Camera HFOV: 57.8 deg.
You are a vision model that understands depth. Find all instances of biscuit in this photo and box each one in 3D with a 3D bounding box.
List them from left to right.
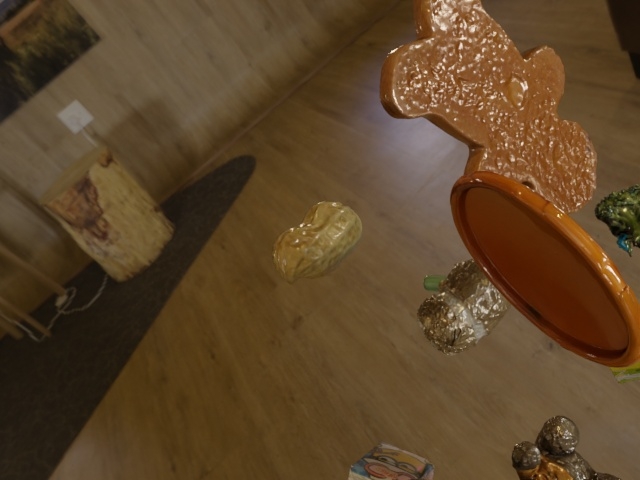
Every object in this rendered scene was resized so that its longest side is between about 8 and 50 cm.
[{"bbox_3d":[0.201,-0.137,0.652,0.049,0.324,0.205,2,64,64],"label":"biscuit"}]

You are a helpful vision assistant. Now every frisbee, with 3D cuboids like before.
[{"bbox_3d":[0.180,0.018,0.462,0.035,0.192,0.192,-39,32,-7],"label":"frisbee"}]

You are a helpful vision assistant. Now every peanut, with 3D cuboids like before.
[{"bbox_3d":[0.000,0.000,0.801,0.194,0.083,0.093,-34,-28,-58],"label":"peanut"}]

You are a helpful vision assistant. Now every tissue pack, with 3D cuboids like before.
[{"bbox_3d":[0.129,0.427,1.044,0.116,0.155,0.065,13,94,27],"label":"tissue pack"}]

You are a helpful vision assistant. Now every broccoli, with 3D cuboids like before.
[{"bbox_3d":[0.639,-0.031,1.147,0.154,0.167,0.160,-30,14,45],"label":"broccoli"}]

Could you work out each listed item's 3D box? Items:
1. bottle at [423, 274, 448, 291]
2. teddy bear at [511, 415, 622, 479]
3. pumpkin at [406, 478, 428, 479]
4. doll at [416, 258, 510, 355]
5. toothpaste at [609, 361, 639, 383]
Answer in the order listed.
[{"bbox_3d":[0.227,0.078,1.039,0.083,0.030,0.030,0,49,41],"label":"bottle"},{"bbox_3d":[0.354,0.393,0.888,0.190,0.140,0.177,-29,66,-30],"label":"teddy bear"},{"bbox_3d":[0.144,0.464,0.780,0.139,0.221,0.317,9,29,-2],"label":"pumpkin"},{"bbox_3d":[0.243,0.087,0.908,0.221,0.105,0.115,-43,16,-23],"label":"doll"},{"bbox_3d":[0.692,0.226,1.321,0.110,0.327,0.077,-19,48,28],"label":"toothpaste"}]
